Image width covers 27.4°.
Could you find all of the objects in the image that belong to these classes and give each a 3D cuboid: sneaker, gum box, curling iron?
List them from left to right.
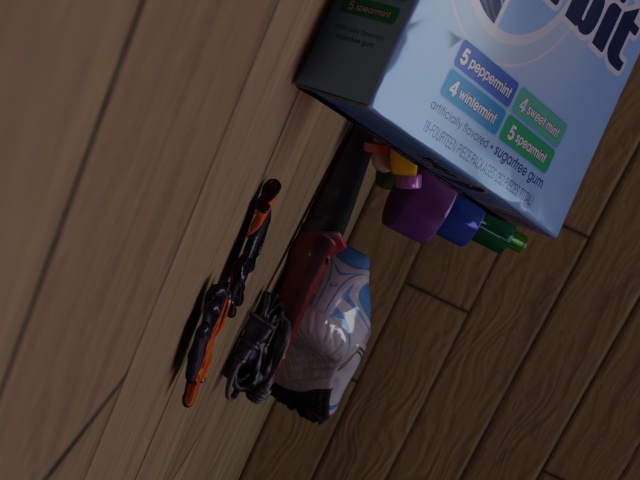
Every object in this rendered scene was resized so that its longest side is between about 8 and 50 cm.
[{"bbox_3d":[-0.002,0.079,1.043,0.086,0.085,0.237,-52,173,-26],"label":"sneaker"},{"bbox_3d":[0.000,0.000,0.885,0.068,0.035,0.274,112,4,-49],"label":"curling iron"},{"bbox_3d":[0.085,-0.111,0.530,0.157,0.041,0.184,28,85,-50],"label":"gum box"}]

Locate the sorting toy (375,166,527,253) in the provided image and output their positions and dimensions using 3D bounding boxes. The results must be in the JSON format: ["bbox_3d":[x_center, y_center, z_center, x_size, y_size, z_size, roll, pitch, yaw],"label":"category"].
[{"bbox_3d":[0.128,-0.088,1.104,0.127,0.126,0.365,-58,-169,28],"label":"sorting toy"}]

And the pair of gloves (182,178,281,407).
[{"bbox_3d":[-0.039,0.022,0.540,0.074,0.010,0.083,110,2,-50],"label":"pair of gloves"}]

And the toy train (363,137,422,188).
[{"bbox_3d":[0.051,-0.106,0.897,0.166,0.046,0.125,82,12,-73],"label":"toy train"}]
